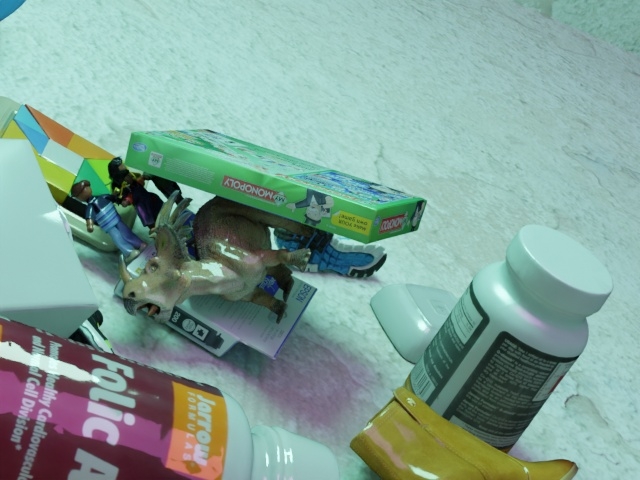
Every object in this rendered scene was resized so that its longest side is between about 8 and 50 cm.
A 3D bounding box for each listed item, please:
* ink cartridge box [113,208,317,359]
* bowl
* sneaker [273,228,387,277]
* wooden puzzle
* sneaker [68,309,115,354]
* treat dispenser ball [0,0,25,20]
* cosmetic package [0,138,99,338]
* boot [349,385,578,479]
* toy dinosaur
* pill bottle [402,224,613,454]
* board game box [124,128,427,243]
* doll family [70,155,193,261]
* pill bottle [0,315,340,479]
[{"bbox_3d":[-0.124,0.062,1.781,0.208,0.045,0.206,31,27,2],"label":"ink cartridge box"},{"bbox_3d":[0.153,0.111,1.973,0.142,0.053,0.142,13,32,-35],"label":"bowl"},{"bbox_3d":[0.000,0.000,2.005,0.191,0.071,0.083,17,22,-42],"label":"sneaker"},{"bbox_3d":[-0.338,-0.095,1.837,0.239,0.044,0.221,25,27,-10],"label":"wooden puzzle"},{"bbox_3d":[-0.260,0.091,1.547,0.097,0.084,0.234,-2,41,-49],"label":"sneaker"},{"bbox_3d":[-0.510,-0.423,1.958,0.288,0.288,0.288,24,27,-13],"label":"treat dispenser ball"},{"bbox_3d":[-0.428,0.021,1.369,0.385,0.156,0.217,2,55,-47],"label":"cosmetic package"},{"bbox_3d":[0.168,0.245,1.668,0.211,0.104,0.295,46,27,15],"label":"boot"},{"bbox_3d":[-0.115,0.000,1.722,0.200,0.127,0.295,22,23,-2],"label":"toy dinosaur"},{"bbox_3d":[0.229,0.127,1.768,0.162,0.278,0.162,24,28,-14],"label":"pill bottle"},{"bbox_3d":[-0.050,-0.071,1.758,0.317,0.046,0.213,19,12,18],"label":"board game box"},{"bbox_3d":[-0.233,-0.053,1.765,0.111,0.076,0.193,54,18,-11],"label":"doll family"},{"bbox_3d":[-0.197,0.209,1.249,0.392,0.224,0.224,21,28,-18],"label":"pill bottle"}]
